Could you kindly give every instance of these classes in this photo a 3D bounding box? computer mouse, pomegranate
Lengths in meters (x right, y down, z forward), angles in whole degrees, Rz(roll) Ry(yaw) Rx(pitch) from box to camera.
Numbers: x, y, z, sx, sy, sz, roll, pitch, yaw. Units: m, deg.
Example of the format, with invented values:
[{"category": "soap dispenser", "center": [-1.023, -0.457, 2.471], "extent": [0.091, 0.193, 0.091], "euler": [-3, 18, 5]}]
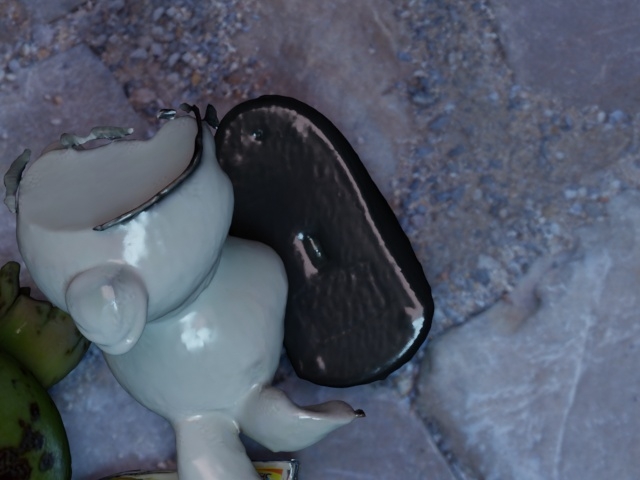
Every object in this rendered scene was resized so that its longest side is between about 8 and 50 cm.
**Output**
[{"category": "computer mouse", "center": [0.000, 0.000, 1.415], "extent": [0.137, 0.086, 0.270], "euler": [-29, 82, 13]}, {"category": "pomegranate", "center": [-0.308, 0.165, 1.361], "extent": [0.242, 0.306, 0.242], "euler": [6, 117, 12]}]

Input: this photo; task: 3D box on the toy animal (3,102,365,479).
[{"category": "toy animal", "center": [-0.112, 0.050, 1.291], "extent": [0.183, 0.310, 0.247], "euler": [-27, 38, -5]}]

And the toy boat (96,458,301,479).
[{"category": "toy boat", "center": [-0.111, 0.226, 1.368], "extent": [0.210, 0.066, 0.084], "euler": [1, 70, 9]}]
